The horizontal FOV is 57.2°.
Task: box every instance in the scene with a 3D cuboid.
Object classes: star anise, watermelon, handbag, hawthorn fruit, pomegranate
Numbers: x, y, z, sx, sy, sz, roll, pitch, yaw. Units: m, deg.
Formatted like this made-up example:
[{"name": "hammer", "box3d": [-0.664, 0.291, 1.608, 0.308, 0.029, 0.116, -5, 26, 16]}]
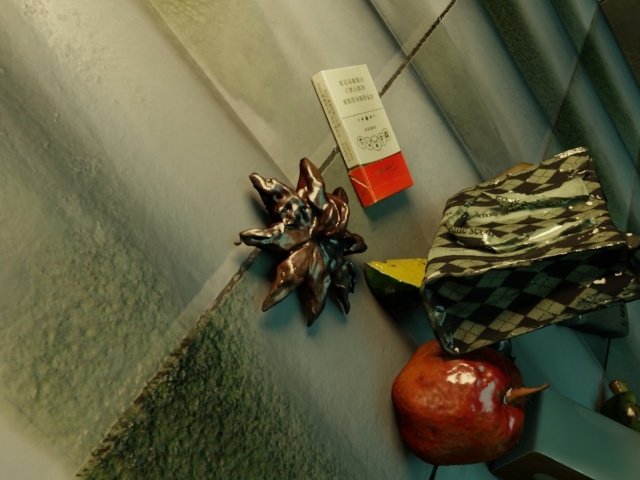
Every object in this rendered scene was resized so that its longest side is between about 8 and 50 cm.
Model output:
[{"name": "star anise", "box3d": [0.000, 0.000, 0.866, 0.272, 0.103, 0.271, 13, 71, -42]}, {"name": "watermelon", "box3d": [0.164, 0.070, 1.023, 0.182, 0.075, 0.091, 2, 75, -45]}, {"name": "handbag", "box3d": [0.355, 0.003, 0.991, 0.180, 0.317, 0.416, 63, 27, -14]}, {"name": "hawthorn fruit", "box3d": [0.248, 0.253, 0.928, 0.208, 0.243, 0.207, 20, 61, -41]}, {"name": "pomegranate", "box3d": [0.767, 0.442, 1.478, 0.169, 0.122, 0.143, 58, -1, 36]}]

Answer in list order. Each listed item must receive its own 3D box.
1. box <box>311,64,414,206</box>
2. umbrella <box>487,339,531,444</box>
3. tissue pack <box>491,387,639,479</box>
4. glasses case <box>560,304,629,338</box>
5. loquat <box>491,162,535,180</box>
[{"name": "box", "box3d": [0.080, -0.192, 1.055, 0.139, 0.035, 0.245, -28, 97, -47]}, {"name": "umbrella", "box3d": [0.340, 0.217, 1.126, 0.106, 0.113, 0.357, 18, 63, -16]}, {"name": "tissue pack", "box3d": [0.474, 0.406, 1.097, 0.246, 0.159, 0.136, 26, 52, 1]}, {"name": "glasses case", "box3d": [0.713, 0.176, 1.538, 0.323, 0.074, 0.131, 17, 67, -41]}, {"name": "loquat", "box3d": [0.462, -0.058, 1.297, 0.179, 0.179, 0.227, -33, 97, -45]}]
